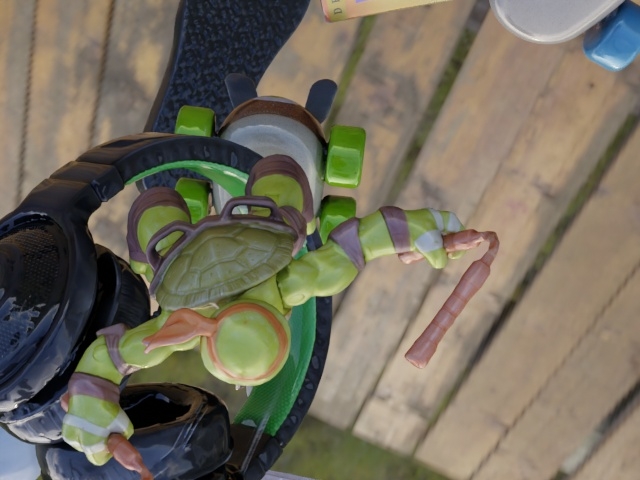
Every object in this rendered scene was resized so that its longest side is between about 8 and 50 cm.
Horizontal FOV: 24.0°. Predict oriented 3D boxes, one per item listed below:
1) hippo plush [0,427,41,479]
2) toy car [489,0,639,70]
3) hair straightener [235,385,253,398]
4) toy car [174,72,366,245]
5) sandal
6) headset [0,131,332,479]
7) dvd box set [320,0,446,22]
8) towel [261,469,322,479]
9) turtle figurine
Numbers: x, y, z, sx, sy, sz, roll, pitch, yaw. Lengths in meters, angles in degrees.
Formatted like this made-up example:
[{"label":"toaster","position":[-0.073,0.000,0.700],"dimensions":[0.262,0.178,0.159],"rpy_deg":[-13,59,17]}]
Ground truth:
[{"label":"hippo plush","position":[-0.364,0.163,1.754],"dimensions":[0.294,0.234,0.237],"rpy_deg":[15,112,0]},{"label":"toy car","position":[0.260,-0.337,1.535],"dimensions":[0.219,0.238,0.210],"rpy_deg":[25,134,-15]},{"label":"hair straightener","position":[-0.080,0.170,2.138],"dimensions":[0.089,0.047,0.230],"rpy_deg":[54,151,31]},{"label":"toy car","position":[-0.039,-0.093,1.314],"dimensions":[0.155,0.188,0.149],"rpy_deg":[7,131,0]},{"label":"sandal","position":[-0.147,-0.251,2.064],"dimensions":[0.167,0.446,0.107],"rpy_deg":[27,169,-22]},{"label":"headset","position":[-0.124,0.103,0.907],"dimensions":[0.185,0.394,0.243],"rpy_deg":[9,136,48]},{"label":"dvd box set","position":[0.182,-0.314,1.075],"dimensions":[0.420,0.062,0.308],"rpy_deg":[-10,143,4]},{"label":"towel","position":[-0.012,0.426,1.689],"dimensions":[0.317,0.332,0.053],"rpy_deg":[9,150,-3]},{"label":"turtle figurine","position":[-0.056,0.025,0.752],"dimensions":[0.269,0.217,0.087],"rpy_deg":[-30,111,2]}]
